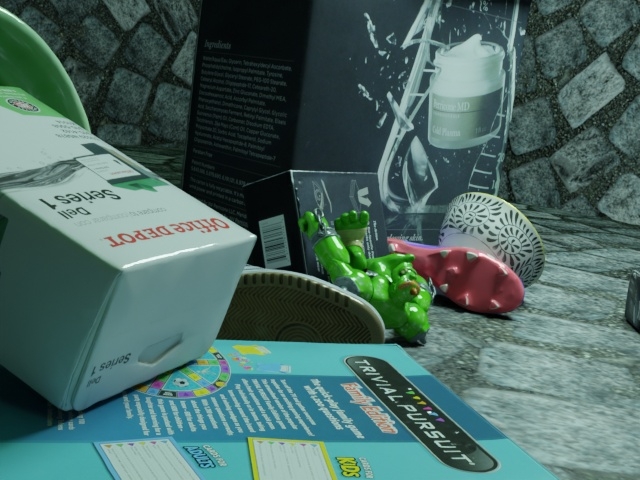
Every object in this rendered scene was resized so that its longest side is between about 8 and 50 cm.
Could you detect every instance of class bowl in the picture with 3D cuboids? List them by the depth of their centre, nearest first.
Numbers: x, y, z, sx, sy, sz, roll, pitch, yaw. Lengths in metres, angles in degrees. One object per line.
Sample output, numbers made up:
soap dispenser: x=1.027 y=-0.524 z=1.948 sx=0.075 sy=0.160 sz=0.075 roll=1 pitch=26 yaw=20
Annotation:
bowl: x=0.228 y=0.023 z=1.266 sx=0.170 sy=0.170 sz=0.080 roll=15 pitch=44 yaw=40

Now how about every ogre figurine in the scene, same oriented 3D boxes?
ogre figurine: x=0.063 y=0.048 z=0.984 sx=0.097 sy=0.197 sz=0.118 roll=-26 pitch=42 yaw=11

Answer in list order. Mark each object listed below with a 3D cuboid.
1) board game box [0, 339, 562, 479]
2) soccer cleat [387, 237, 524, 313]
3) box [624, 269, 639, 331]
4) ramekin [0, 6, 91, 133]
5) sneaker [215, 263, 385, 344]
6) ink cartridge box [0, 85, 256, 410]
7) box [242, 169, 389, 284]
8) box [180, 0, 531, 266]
board game box: x=-0.067 y=0.130 z=0.512 sx=0.336 sy=0.079 sz=0.254 roll=4 pitch=10 yaw=-18
soccer cleat: x=0.170 y=0.046 z=1.228 sx=0.248 sy=0.083 sz=0.095 roll=12 pitch=-1 yaw=27
box: x=0.573 y=0.111 z=1.115 sx=0.308 sy=0.076 sz=0.242 roll=8 pitch=9 yaw=5
ramekin: x=-0.322 y=-0.032 z=0.673 sx=0.148 sy=0.303 sz=0.303 roll=3 pitch=7 yaw=23
sneaker: x=-0.067 y=0.062 z=0.875 sx=0.282 sy=0.099 sz=0.153 roll=6 pitch=11 yaw=12
ink cartridge box: x=-0.172 y=-0.009 z=0.539 sx=0.219 sy=0.092 sz=0.160 roll=31 pitch=17 yaw=16
box: x=0.000 y=0.000 z=1.071 sx=0.093 sy=0.155 sz=0.158 roll=-13 pitch=-8 yaw=44
box: x=0.055 y=-0.203 z=1.434 sx=0.480 sy=0.471 sz=0.297 roll=-2 pitch=13 yaw=-41
